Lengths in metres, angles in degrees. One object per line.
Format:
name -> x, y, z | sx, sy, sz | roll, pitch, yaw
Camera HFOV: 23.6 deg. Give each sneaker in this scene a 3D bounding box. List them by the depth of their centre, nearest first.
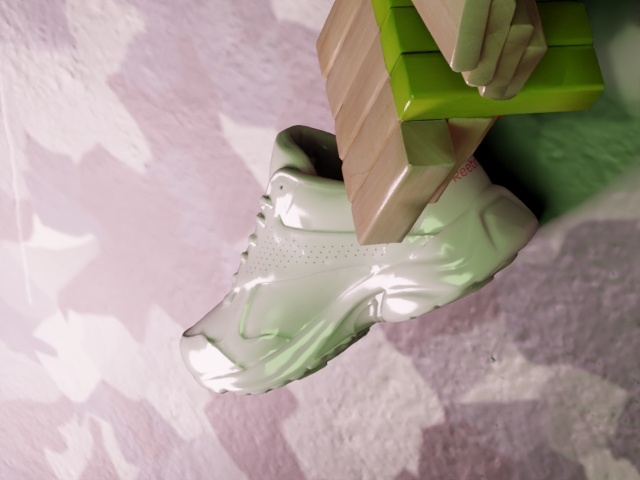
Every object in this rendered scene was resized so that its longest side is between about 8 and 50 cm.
sneaker -> 0.000, 0.000, 0.792 | 0.232, 0.090, 0.115 | -31, 92, 37

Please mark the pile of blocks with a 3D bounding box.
pile of blocks -> 0.086, -0.150, 0.577 | 0.149, 0.112, 0.362 | -111, 22, -44
